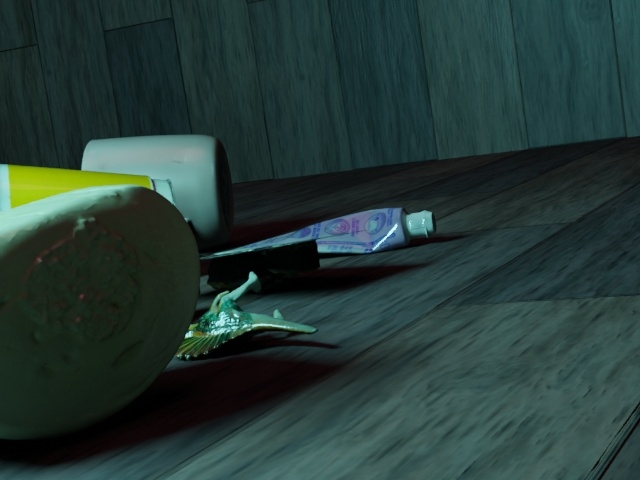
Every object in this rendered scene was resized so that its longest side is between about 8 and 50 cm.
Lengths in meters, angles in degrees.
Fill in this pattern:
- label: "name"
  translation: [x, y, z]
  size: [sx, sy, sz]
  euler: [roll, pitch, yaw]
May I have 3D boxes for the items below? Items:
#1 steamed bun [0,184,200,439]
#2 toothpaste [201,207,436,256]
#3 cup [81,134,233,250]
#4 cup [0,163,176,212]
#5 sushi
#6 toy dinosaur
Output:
- label: "steamed bun"
  translation: [-0.217, 0.057, 0.872]
  size: [0.200, 0.154, 0.250]
  euler: [-6, 13, 45]
- label: "toothpaste"
  translation: [0.000, 0.000, 1.561]
  size: [0.301, 0.048, 0.075]
  euler: [-9, 17, 14]
- label: "cup"
  translation: [-0.242, -0.049, 1.817]
  size: [0.201, 0.191, 0.252]
  euler: [-5, 36, 5]
- label: "cup"
  translation: [-0.328, -0.011, 1.533]
  size: [0.280, 0.196, 0.196]
  euler: [-1, 4, -15]
- label: "sushi"
  translation: [-0.071, 0.034, 1.333]
  size: [0.215, 0.050, 0.192]
  euler: [-9, 1, 43]
- label: "toy dinosaur"
  translation: [-0.083, 0.078, 1.048]
  size: [0.106, 0.044, 0.187]
  euler: [-24, 24, -17]
